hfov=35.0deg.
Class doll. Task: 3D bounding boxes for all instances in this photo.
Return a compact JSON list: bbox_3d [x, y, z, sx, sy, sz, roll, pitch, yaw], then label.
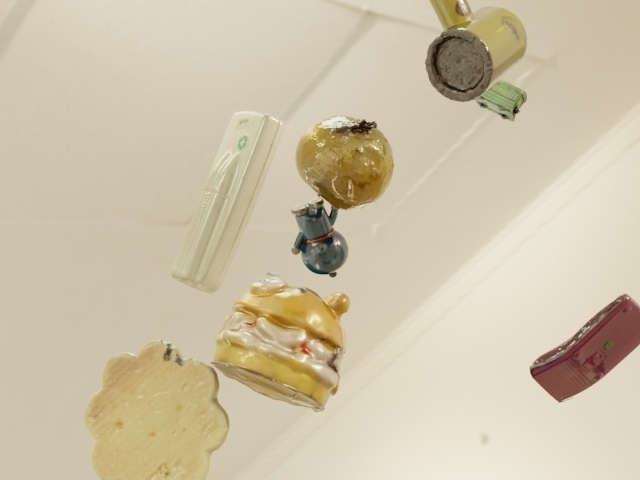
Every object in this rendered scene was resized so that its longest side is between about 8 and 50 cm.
[{"bbox_3d":[0.000,0.000,1.835,0.114,0.152,0.085,-25,19,-7],"label":"doll"}]

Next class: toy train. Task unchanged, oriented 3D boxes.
[{"bbox_3d":[0.313,-0.248,1.765,0.056,0.093,0.038,-50,-33,-10],"label":"toy train"}]

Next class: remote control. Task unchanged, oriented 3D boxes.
[{"bbox_3d":[-0.118,-0.051,1.242,0.049,0.090,0.230,25,-98,-35],"label":"remote control"}]

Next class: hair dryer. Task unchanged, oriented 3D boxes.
[{"bbox_3d":[0.154,-0.319,1.256,0.090,0.279,0.135,-20,13,41],"label":"hair dryer"}]

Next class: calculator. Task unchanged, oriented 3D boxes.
[{"bbox_3d":[0.412,0.167,1.531,0.190,0.034,0.126,-41,-47,9],"label":"calculator"}]

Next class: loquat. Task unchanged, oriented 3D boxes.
[{"bbox_3d":[0.041,-0.128,1.735,0.149,0.172,0.204,-60,-10,-31],"label":"loquat"}]

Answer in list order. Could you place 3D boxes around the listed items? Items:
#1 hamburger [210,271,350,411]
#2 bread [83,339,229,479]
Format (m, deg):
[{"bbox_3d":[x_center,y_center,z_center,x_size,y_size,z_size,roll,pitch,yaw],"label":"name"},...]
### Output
[{"bbox_3d":[-0.064,0.193,2.004,0.237,0.276,0.276,-67,-20,-15],"label":"hamburger"},{"bbox_3d":[-0.316,0.350,1.968,0.316,0.316,0.054,-34,-19,7],"label":"bread"}]
